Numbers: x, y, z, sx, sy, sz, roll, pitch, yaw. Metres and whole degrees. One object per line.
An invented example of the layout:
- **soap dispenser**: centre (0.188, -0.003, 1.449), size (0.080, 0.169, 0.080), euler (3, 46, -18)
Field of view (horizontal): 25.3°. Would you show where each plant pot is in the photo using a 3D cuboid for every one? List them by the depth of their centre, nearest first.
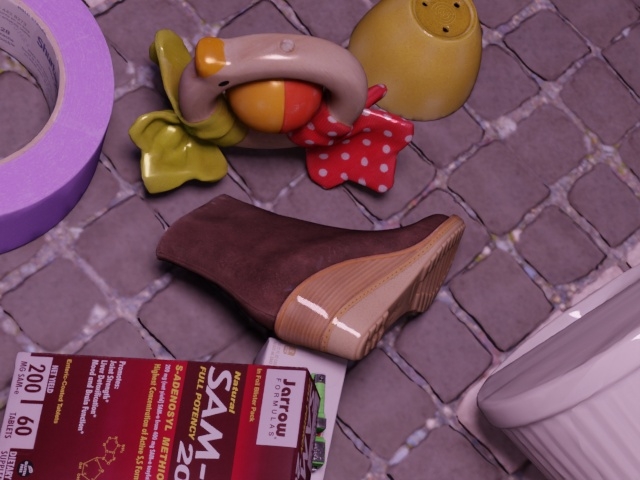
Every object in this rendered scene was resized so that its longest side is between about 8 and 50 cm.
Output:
- **plant pot**: centre (0.103, -0.198, 1.386), size (0.134, 0.095, 0.134), euler (6, 64, -13)

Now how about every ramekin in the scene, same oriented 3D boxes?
- **ramekin**: centre (0.276, 0.112, 1.209), size (0.273, 0.273, 0.127), euler (-36, 92, -27)

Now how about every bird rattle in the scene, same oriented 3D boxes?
- **bird rattle**: centre (-0.037, -0.111, 1.249), size (0.253, 0.207, 0.143), euler (9, 69, -7)

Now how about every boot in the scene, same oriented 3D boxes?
- **boot**: centre (0.000, 0.000, 1.267), size (0.207, 0.090, 0.248), euler (28, 34, 18)

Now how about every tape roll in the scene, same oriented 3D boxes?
- **tape roll**: centre (-0.320, -0.124, 1.231), size (0.275, 0.090, 0.275), euler (6, 65, -14)

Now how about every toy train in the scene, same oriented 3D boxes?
- **toy train**: centre (-0.003, 0.145, 1.158), size (0.017, 0.024, 0.083), euler (8, 65, -14)

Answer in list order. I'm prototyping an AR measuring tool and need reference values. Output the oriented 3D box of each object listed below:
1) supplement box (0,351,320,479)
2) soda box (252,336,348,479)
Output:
- **supplement box**: centre (-0.128, 0.163, 1.115), size (0.239, 0.073, 0.130), euler (2, 63, 10)
- **soda box**: centre (-0.039, 0.194, 1.178), size (0.074, 0.069, 0.216), euler (17, 62, -8)
